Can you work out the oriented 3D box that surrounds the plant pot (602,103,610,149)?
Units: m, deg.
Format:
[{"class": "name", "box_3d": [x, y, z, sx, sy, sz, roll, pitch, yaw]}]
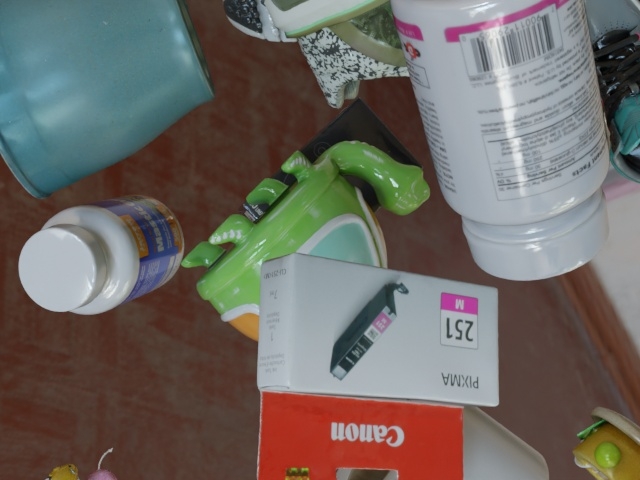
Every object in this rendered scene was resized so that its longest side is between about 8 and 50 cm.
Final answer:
[{"class": "plant pot", "box_3d": [0.460, -0.180, 1.631, 0.096, 0.109, 0.109, 60, -12, -16]}]

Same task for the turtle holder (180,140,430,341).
[{"class": "turtle holder", "box_3d": [-0.013, 0.011, 1.470, 0.227, 0.243, 0.320, 46, 47, -5]}]

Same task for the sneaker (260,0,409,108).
[{"class": "sneaker", "box_3d": [0.137, -0.235, 1.133, 0.158, 0.410, 0.182, -42, 118, -44]}]

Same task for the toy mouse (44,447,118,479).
[{"class": "toy mouse", "box_3d": [-0.284, 0.336, 1.316, 0.161, 0.031, 0.143, -50, 119, -47]}]

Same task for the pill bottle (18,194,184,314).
[{"class": "pill bottle", "box_3d": [-0.308, 0.020, 1.504, 0.152, 0.152, 0.272, 64, 15, -1]}]

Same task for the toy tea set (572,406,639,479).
[{"class": "toy tea set", "box_3d": [0.265, 0.251, 0.851, 0.200, 0.124, 0.336, 39, -8, 40]}]

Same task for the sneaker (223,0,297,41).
[{"class": "sneaker", "box_3d": [0.003, -0.353, 1.492, 0.118, 0.292, 0.110, -126, -155, -61]}]

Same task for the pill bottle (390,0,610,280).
[{"class": "pill bottle", "box_3d": [0.172, -0.115, 0.959, 0.160, 0.160, 0.283, -64, 143, -51]}]

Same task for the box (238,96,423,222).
[{"class": "box", "box_3d": [0.013, -0.088, 1.809, 0.165, 0.270, 0.143, 47, -7, -4]}]

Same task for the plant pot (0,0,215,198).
[{"class": "plant pot", "box_3d": [-0.277, -0.222, 1.332, 0.271, 0.255, 0.272, 160, -90, -90]}]

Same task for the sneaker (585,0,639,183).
[{"class": "sneaker", "box_3d": [0.387, -0.183, 1.317, 0.296, 0.123, 0.178, 57, 17, -21]}]

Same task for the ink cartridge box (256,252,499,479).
[{"class": "ink cartridge box", "box_3d": [0.063, 0.150, 1.046, 0.275, 0.060, 0.239, 11, 74, -36]}]

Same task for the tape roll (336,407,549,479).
[{"class": "tape roll", "box_3d": [0.134, 0.311, 1.300, 0.169, 0.246, 0.246, 37, 39, -9]}]
